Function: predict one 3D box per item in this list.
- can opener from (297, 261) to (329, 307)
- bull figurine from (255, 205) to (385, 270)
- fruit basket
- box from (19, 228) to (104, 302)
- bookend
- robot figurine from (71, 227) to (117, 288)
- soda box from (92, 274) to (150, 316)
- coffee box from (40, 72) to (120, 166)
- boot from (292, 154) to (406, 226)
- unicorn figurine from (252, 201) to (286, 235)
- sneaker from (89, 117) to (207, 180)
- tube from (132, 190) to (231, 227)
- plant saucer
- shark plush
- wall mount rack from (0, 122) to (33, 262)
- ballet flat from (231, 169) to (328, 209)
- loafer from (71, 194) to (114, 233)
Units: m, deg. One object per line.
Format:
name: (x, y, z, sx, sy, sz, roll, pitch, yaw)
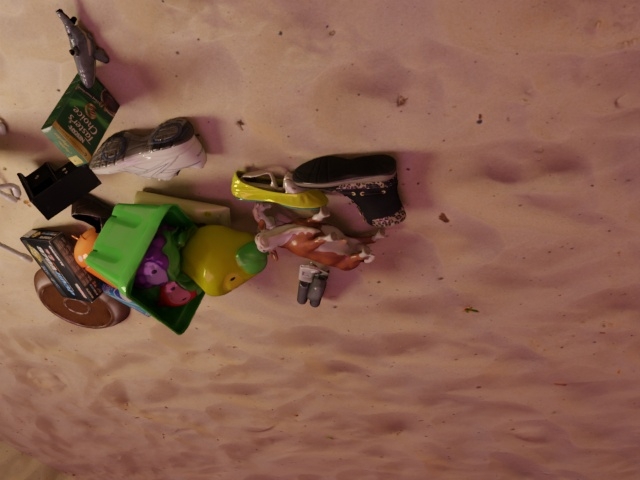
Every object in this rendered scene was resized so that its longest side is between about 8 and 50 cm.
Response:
can opener: (-0.027, 0.126, 1.854, 0.074, 0.093, 0.280, 15, 162, 1)
bull figurine: (0.000, 0.000, 1.681, 0.310, 0.101, 0.188, 14, 158, -37)
fruit basket: (-0.323, 0.072, 1.761, 0.392, 0.282, 0.392, 23, 163, 7)
box: (-0.723, 0.070, 2.006, 0.175, 0.051, 0.220, 4, 130, 42)
bookend: (-0.640, -0.151, 1.754, 0.157, 0.156, 0.072, -36, 133, -9)
robot figurine: (-0.571, 0.047, 1.944, 0.128, 0.158, 0.219, -40, 119, 21)
soda box: (-0.564, 0.138, 2.094, 0.210, 0.071, 0.067, 34, 138, -22)
coffee box: (-0.499, -0.258, 1.505, 0.040, 0.184, 0.113, -10, 135, 29)
boot: (0.069, -0.102, 1.597, 0.237, 0.085, 0.178, -3, 141, 20)
unicorn figurine: (-0.122, -0.041, 1.749, 0.111, 0.060, 0.162, 19, 139, -12)
sneaker: (-0.395, -0.181, 1.633, 0.297, 0.111, 0.129, -5, 143, 25)
tube: (-0.341, -0.075, 1.781, 0.240, 0.070, 0.062, 9, 101, 0)
plant saucer: (-0.752, 0.190, 2.238, 0.311, 0.050, 0.310, 10, 141, 8)
shark plush: (-0.479, -0.388, 1.435, 0.073, 0.067, 0.161, 10, 141, 6)
wall mount rack: (-0.790, -0.106, 1.740, 0.131, 0.350, 0.304, -10, 147, -26)
ballet flat: (-0.096, -0.121, 1.640, 0.231, 0.077, 0.077, 8, 124, 11)
loafer: (-0.552, -0.040, 1.870, 0.220, 0.078, 0.080, 26, 140, -14)
